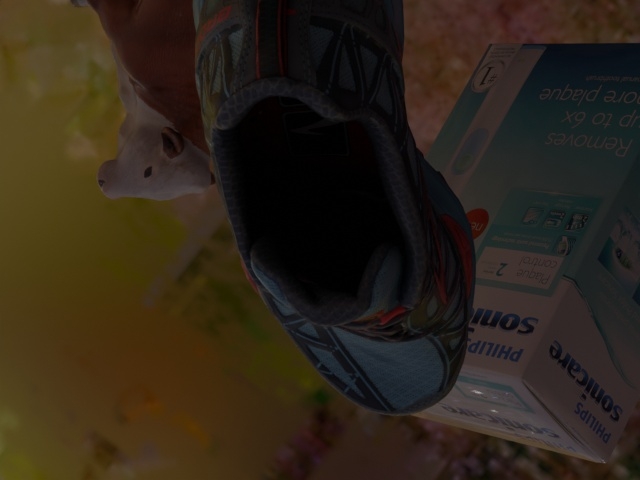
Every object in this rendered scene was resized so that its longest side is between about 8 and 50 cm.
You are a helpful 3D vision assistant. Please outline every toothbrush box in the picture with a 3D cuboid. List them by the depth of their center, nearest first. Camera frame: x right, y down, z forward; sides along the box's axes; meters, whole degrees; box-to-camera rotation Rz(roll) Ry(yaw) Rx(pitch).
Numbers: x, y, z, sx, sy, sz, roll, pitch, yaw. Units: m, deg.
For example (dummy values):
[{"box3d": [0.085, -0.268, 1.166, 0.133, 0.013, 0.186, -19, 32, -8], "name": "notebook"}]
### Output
[{"box3d": [0.170, -0.001, 1.214, 0.216, 0.296, 0.126, 9, 153, 50], "name": "toothbrush box"}]

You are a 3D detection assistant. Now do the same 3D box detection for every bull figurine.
[{"box3d": [-0.098, -0.181, 1.128, 0.188, 0.310, 0.101, 38, -158, 17], "name": "bull figurine"}]

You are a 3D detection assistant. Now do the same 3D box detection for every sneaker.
[{"box3d": [0.000, 0.000, 0.640, 0.104, 0.125, 0.262, -9, 133, 12], "name": "sneaker"}]
